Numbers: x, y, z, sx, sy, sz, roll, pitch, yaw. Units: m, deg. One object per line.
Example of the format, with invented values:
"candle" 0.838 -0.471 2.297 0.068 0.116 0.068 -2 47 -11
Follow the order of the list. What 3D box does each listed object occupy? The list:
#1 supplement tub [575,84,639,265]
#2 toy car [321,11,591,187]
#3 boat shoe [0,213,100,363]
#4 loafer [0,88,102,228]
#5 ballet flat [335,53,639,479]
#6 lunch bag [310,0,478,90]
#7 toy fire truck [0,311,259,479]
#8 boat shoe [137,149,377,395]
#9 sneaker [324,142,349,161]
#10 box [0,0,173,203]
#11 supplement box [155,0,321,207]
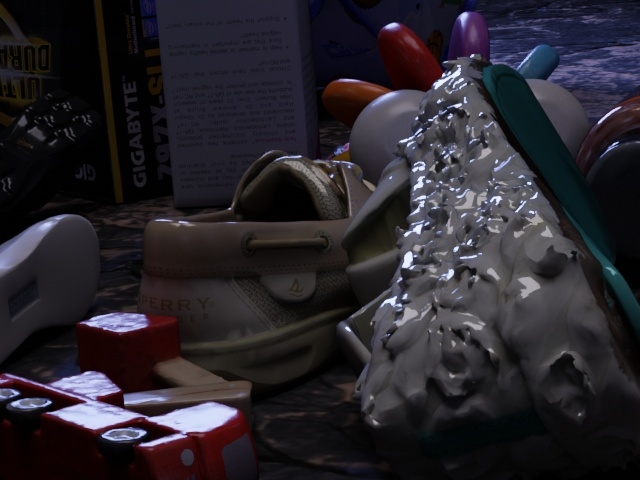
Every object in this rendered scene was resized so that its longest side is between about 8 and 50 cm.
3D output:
"supplement tub" 0.215 -0.045 1.092 0.106 0.106 0.198 0 13 21
"toy car" 0.088 -0.083 1.177 0.182 0.136 0.159 -5 -10 -5
"boat shoe" -0.183 0.032 0.996 0.063 0.066 0.184 1 22 19
"loafer" -0.244 -0.039 1.333 0.076 0.078 0.223 34 39 12
"ballet flat" 0.067 0.007 0.837 0.147 0.147 0.409 -3 14 4
"lunch bag" -0.056 -0.318 1.920 0.328 0.239 0.385 5 -23 37
"toy fire truck" -0.076 0.076 0.754 0.135 0.047 0.192 -13 15 -41
"boat shoe" 0.000 0.000 0.970 0.109 0.098 0.302 3 13 30
"sneaker" 0.003 -0.041 1.327 0.057 0.047 0.119 -15 9 5
"box" -0.241 -0.176 1.529 0.079 0.257 0.322 -12 15 -36
"supplement box" -0.063 -0.144 1.398 0.114 0.220 0.111 -4 11 6
